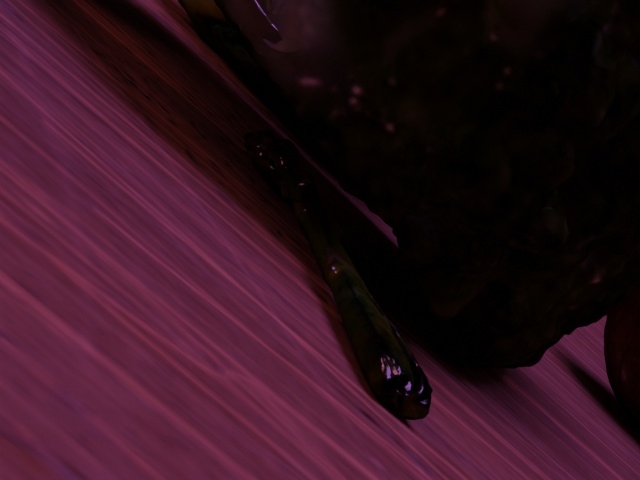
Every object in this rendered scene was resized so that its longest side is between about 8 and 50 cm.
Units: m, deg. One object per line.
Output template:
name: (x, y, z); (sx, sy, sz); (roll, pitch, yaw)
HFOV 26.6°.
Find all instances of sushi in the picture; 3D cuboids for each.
sushi: (0.052, -0.120, 0.628); (0.352, 0.178, 0.294); (55, 11, 6)

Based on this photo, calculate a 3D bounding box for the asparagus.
asparagus: (0.000, 0.000, 0.534); (0.233, 0.023, 0.022); (-120, -155, -60)

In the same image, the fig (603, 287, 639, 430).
fig: (0.270, 0.096, 0.917); (0.175, 0.207, 0.175); (9, 33, -6)

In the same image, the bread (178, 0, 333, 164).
bread: (0.072, -0.140, 0.953); (0.251, 0.208, 0.376); (42, 12, 23)
